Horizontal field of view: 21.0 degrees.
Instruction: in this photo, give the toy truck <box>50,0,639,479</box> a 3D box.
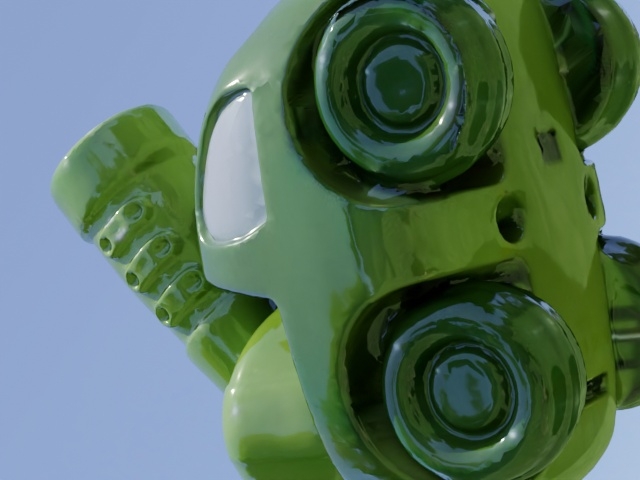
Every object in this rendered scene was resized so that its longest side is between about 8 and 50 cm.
[{"bbox_3d":[0.017,0.011,0.579,0.210,0.187,0.148,-30,-7,31],"label":"toy truck"}]
